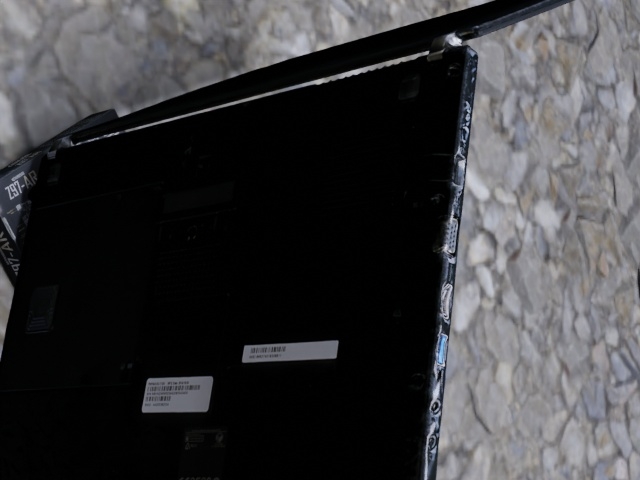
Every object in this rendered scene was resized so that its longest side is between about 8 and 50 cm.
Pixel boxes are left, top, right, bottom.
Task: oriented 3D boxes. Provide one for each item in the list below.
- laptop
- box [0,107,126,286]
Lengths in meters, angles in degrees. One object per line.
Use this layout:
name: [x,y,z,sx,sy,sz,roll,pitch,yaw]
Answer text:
laptop: [0.000,0.000,0.519,0.137,0.234,0.264,24,67,-42]
box: [-0.112,-0.013,0.589,0.083,0.018,0.067,-42,114,-42]
